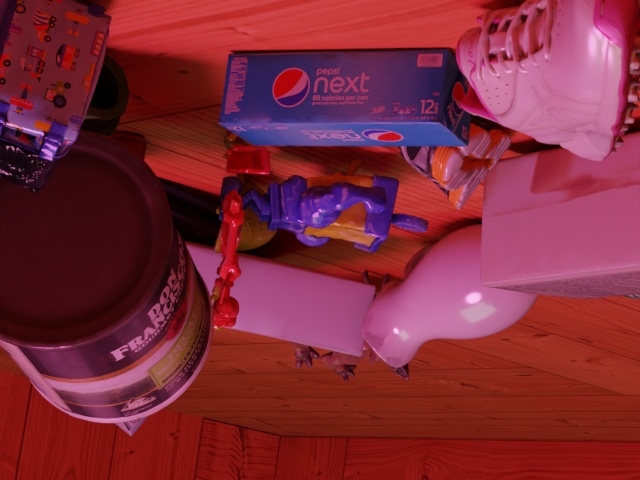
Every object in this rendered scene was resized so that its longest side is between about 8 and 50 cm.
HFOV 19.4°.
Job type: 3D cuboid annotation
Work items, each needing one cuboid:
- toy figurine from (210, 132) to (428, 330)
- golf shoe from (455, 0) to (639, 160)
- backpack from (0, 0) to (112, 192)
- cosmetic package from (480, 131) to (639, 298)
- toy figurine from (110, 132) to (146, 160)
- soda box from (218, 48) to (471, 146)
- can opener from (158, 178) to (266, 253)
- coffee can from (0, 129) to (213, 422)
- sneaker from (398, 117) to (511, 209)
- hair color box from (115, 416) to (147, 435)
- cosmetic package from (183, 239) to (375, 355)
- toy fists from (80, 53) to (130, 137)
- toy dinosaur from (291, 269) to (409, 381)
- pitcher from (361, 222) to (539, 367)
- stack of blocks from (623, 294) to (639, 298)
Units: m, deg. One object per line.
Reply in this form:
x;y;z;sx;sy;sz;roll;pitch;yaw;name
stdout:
0.000;0.000;1.950;0.217;0.191;0.362;4;169;-4;toy figurine
0.169;-0.132;1.382;0.140;0.115;0.306;10;167;4;golf shoe
-0.273;-0.145;1.527;0.173;0.158;0.117;23;156;-13;backpack
0.298;-0.023;1.731;0.153;0.129;0.296;9;170;-36;cosmetic package
-0.305;-0.049;1.976;0.213;0.148;0.209;-4;164;45;toy figurine
0.022;-0.122;1.619;0.210;0.067;0.071;2;167;26;soda box
-0.140;-0.026;2.184;0.186;0.059;0.073;20;140;-38;can opener
-0.216;0.040;1.742;0.202;0.201;0.275;6;162;7;coffee can
0.117;-0.089;1.725;0.083;0.084;0.215;35;180;13;sneaker
-0.344;0.061;2.184;0.374;0.113;0.185;36;169;13;hair color box
-0.139;0.055;2.334;0.284;0.097;0.377;11;179;-24;cosmetic package
-0.314;-0.142;1.680;0.279;0.096;0.142;14;151;-27;toy fists
0.012;0.102;2.571;0.296;0.127;0.200;17;163;17;toy dinosaur
0.161;0.042;2.186;0.207;0.177;0.125;-28;120;39;pitcher
0.409;0.004;1.910;0.171;0.087;0.297;18;165;-39;stack of blocks
